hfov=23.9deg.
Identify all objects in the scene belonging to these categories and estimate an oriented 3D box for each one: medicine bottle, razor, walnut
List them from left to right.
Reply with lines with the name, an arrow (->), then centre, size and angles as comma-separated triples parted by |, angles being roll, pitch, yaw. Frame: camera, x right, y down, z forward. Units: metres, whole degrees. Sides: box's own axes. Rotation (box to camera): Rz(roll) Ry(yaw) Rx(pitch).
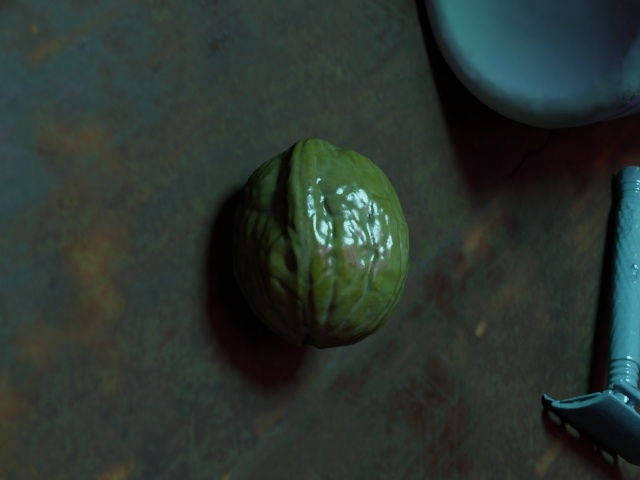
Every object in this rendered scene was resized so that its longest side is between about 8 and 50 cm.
walnut -> 0.000, 0.000, 0.862 | 0.105, 0.105, 0.124 | 19, 63, -44
razor -> 0.231, 0.043, 1.137 | 0.106, 0.068, 0.232 | 36, 51, -37
medicine bottle -> 0.248, -0.197, 1.094 | 0.325, 0.212, 0.212 | -13, 90, -47
